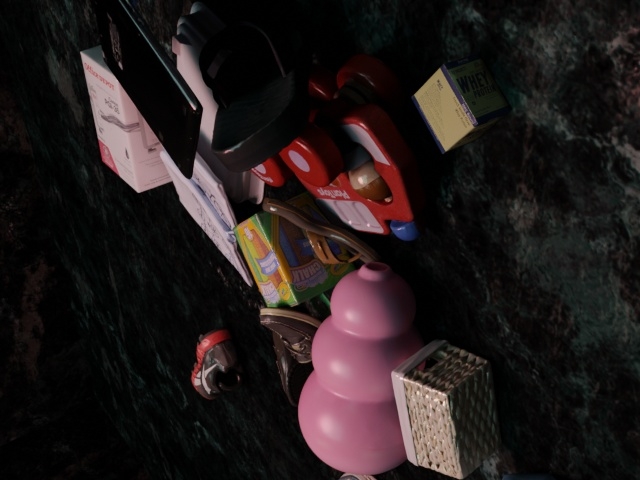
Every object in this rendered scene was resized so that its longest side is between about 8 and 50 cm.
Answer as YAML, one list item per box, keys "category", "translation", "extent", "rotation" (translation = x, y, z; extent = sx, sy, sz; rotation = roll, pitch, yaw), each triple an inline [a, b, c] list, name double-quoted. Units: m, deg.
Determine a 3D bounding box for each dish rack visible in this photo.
- category: "dish rack"
  translation: [-0.199, -0.242, 1.553]
  extent: [0.285, 0.072, 0.333]
  rotation: [48, 148, 29]

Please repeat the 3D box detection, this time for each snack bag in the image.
- category: "snack bag"
  translation: [-0.250, -0.099, 1.692]
  extent: [0.323, 0.037, 0.342]
  rotation: [49, 164, 31]

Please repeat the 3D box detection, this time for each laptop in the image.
- category: "laptop"
  translation: [-0.222, -0.363, 1.296]
  extent: [0.408, 0.236, 0.382]
  rotation: [55, 166, 2]

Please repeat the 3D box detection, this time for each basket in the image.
- category: "basket"
  translation: [0.187, 0.247, 1.207]
  extent: [0.103, 0.113, 0.167]
  rotation: [14, 124, 48]

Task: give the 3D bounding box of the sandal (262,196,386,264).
- category: "sandal"
  translation: [0.000, 0.000, 1.309]
  extent: [0.219, 0.060, 0.090]
  rotation: [27, 176, -3]

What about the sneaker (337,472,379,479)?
- category: "sneaker"
  translation: [0.081, 0.526, 1.599]
  extent: [0.283, 0.122, 0.110]
  rotation: [-5, 106, 61]

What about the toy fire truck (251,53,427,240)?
- category: "toy fire truck"
  translation: [0.041, -0.108, 1.178]
  extent: [0.254, 0.169, 0.302]
  rotation: [51, 160, -25]

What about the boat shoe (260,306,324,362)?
- category: "boat shoe"
  translation: [-0.019, 0.176, 1.424]
  extent: [0.080, 0.223, 0.073]
  rotation: [-2, 67, 44]

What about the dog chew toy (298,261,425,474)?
- category: "dog chew toy"
  translation: [0.072, 0.194, 1.290]
  extent: [0.206, 0.206, 0.332]
  rotation: [28, 121, 49]

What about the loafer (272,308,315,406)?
- category: "loafer"
  translation: [-0.051, 0.229, 1.663]
  extent: [0.078, 0.080, 0.220]
  rotation: [-146, 46, -60]

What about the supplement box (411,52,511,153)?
- category: "supplement box"
  translation: [0.167, -0.164, 0.992]
  extent: [0.083, 0.056, 0.083]
  rotation: [62, 152, 8]

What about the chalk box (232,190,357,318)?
- category: "chalk box"
  translation: [-0.036, 0.041, 1.419]
  extent: [0.132, 0.132, 0.213]
  rotation: [-27, 87, 62]

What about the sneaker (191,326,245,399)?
- category: "sneaker"
  translation: [-0.252, 0.336, 2.053]
  extent: [0.135, 0.097, 0.276]
  rotation: [53, 148, 27]

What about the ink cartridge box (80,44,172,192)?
- category: "ink cartridge box"
  translation: [-0.424, -0.283, 1.857]
  extent: [0.207, 0.117, 0.283]
  rotation: [37, 141, 43]

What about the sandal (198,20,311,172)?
- category: "sandal"
  translation: [-0.097, -0.237, 1.148]
  extent: [0.107, 0.167, 0.446]
  rotation: [52, -171, -25]

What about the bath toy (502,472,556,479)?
- category: "bath toy"
  translation: [0.334, 0.496, 1.148]
  extent: [0.129, 0.151, 0.348]
  rotation: [-7, 108, 25]
